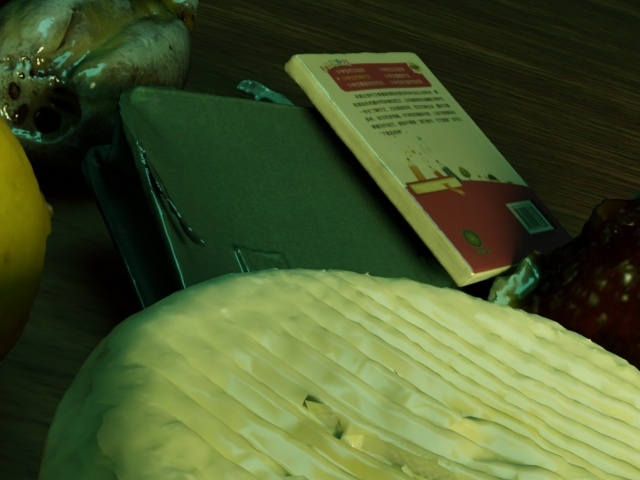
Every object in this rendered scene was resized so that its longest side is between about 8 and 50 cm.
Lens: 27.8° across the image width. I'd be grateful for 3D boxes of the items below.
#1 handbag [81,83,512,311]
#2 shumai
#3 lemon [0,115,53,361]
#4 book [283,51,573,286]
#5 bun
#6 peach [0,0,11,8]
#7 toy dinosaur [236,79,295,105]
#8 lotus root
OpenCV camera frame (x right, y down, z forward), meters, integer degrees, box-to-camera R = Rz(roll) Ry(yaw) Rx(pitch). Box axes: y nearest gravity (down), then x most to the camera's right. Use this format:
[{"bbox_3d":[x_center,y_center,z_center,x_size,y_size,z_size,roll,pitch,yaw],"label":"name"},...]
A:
[{"bbox_3d":[0.000,-0.001,0.959,0.326,0.089,0.238,5,45,-39],"label":"handbag"},{"bbox_3d":[0.251,0.070,0.944,0.288,0.292,0.330,-13,24,-6],"label":"shumai"},{"bbox_3d":[-0.272,0.000,0.673,0.236,0.236,0.263,44,4,41],"label":"lemon"},{"bbox_3d":[0.090,-0.064,1.017,0.162,0.022,0.232,-10,55,-49],"label":"book"},{"bbox_3d":[0.039,0.173,0.543,0.349,0.227,0.352,27,24,16],"label":"bun"},{"bbox_3d":[-0.355,-0.253,1.166,0.196,0.190,0.226,51,40,-30],"label":"peach"},{"bbox_3d":[-0.005,-0.097,1.258,0.167,0.053,0.242,32,15,14],"label":"toy dinosaur"},{"bbox_3d":[-0.194,-0.155,1.140,0.158,0.140,0.322,37,24,-1],"label":"lotus root"}]
